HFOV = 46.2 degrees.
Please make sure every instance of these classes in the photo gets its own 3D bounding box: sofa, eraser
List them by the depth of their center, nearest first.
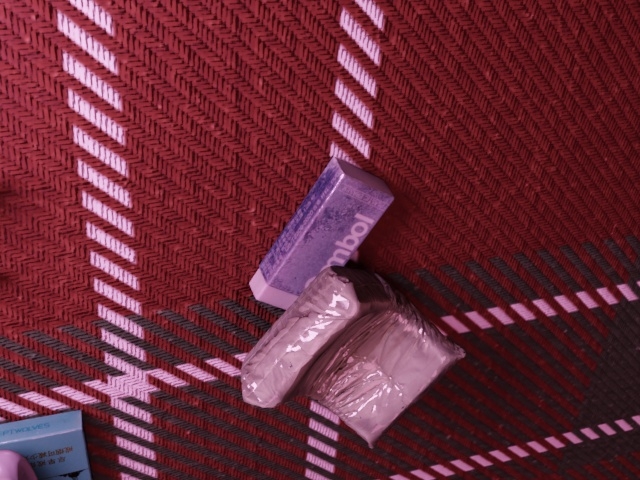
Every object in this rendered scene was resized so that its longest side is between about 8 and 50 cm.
[{"bbox_3d":[0.000,0.000,0.982,0.091,0.046,0.213,21,113,-33],"label":"eraser"},{"bbox_3d":[0.040,0.160,0.989,0.210,0.176,0.225,-47,158,12],"label":"sofa"}]

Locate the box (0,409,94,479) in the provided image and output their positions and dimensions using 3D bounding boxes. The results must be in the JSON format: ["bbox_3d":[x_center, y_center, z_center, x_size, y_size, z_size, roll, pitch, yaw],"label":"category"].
[{"bbox_3d":[-0.408,0.345,1.066,0.161,0.041,0.229,-8,126,-16],"label":"box"}]

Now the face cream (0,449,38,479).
[{"bbox_3d":[-0.515,0.337,0.963,0.291,0.071,0.144,-4,122,-1],"label":"face cream"}]
